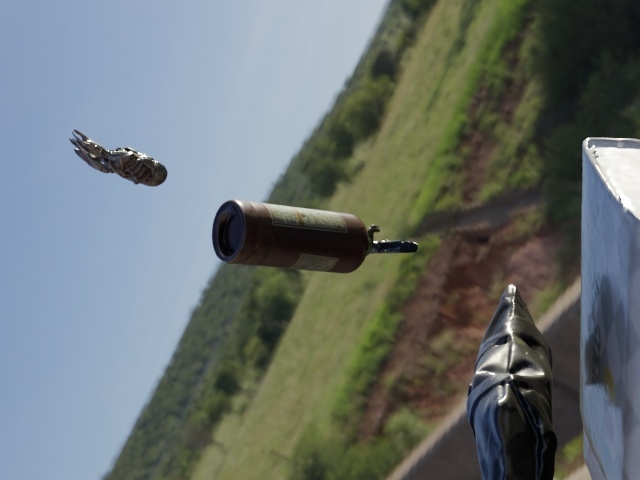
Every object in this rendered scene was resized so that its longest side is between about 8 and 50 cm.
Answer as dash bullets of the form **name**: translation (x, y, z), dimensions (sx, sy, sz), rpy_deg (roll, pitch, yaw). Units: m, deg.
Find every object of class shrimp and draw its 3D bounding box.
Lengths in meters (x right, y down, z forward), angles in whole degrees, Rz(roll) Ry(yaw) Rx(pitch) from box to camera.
- **shrimp**: translation (-0.180, -0.069, 1.113), dimensions (0.038, 0.092, 0.029), rpy_deg (-81, 13, -68)

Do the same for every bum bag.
- **bum bag**: translation (0.195, 0.166, 1.294), dimensions (0.340, 0.095, 0.144), rpy_deg (-65, -36, -65)

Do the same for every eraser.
- **eraser**: translation (0.314, 0.116, 1.220), dimensions (0.213, 0.082, 0.397), rpy_deg (-98, 1, -62)

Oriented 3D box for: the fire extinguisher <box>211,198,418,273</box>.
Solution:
- **fire extinguisher**: translation (0.000, 0.000, 1.420), dimensions (0.099, 0.231, 0.071), rpy_deg (-3, 82, 57)
